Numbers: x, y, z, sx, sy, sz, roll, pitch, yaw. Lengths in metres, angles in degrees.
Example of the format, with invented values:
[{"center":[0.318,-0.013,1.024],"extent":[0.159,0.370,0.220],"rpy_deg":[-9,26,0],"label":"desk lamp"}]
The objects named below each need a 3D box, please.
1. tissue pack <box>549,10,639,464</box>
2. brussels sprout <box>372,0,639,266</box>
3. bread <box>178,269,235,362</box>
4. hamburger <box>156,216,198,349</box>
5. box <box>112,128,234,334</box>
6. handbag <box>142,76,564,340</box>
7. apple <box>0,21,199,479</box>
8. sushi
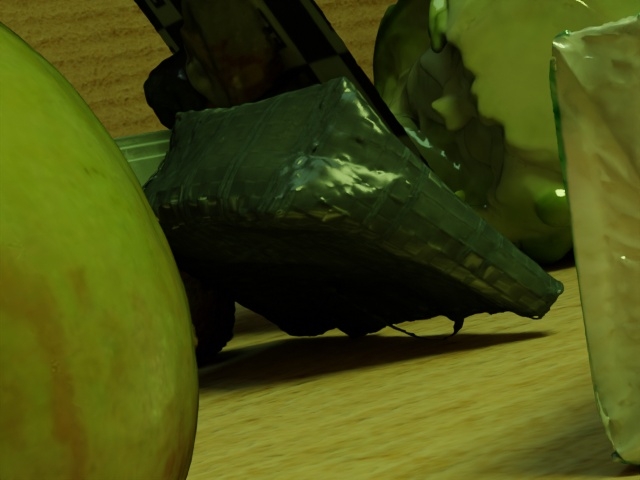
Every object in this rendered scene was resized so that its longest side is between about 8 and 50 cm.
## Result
[{"center":[0.190,-0.020,0.616],"extent":[0.156,0.148,0.209],"rpy_deg":[-9,3,28],"label":"tissue pack"},{"center":[0.188,-0.128,1.374],"extent":[0.315,0.276,0.371],"rpy_deg":[-14,4,-2],"label":"brussels sprout"},{"center":[-0.089,0.038,1.101],"extent":[0.085,0.085,0.053],"rpy_deg":[-14,-3,-44],"label":"bread"},{"center":[-0.179,0.054,0.953],"extent":[0.231,0.107,0.231],"rpy_deg":[-15,2,1],"label":"hamburger"},{"center":[-0.184,0.016,1.215],"extent":[0.226,0.149,0.226],"rpy_deg":[-11,3,0],"label":"box"},{"center":[0.000,0.000,0.992],"extent":[0.270,0.175,0.088],"rpy_deg":[-6,50,56],"label":"handbag"},{"center":[-0.161,0.033,0.453],"extent":[0.261,0.194,0.261],"rpy_deg":[-18,3,1],"label":"apple"},{"center":[-0.047,-0.079,1.217],"extent":[0.064,0.343,0.359],"rpy_deg":[-39,12,-14],"label":"sushi"}]
